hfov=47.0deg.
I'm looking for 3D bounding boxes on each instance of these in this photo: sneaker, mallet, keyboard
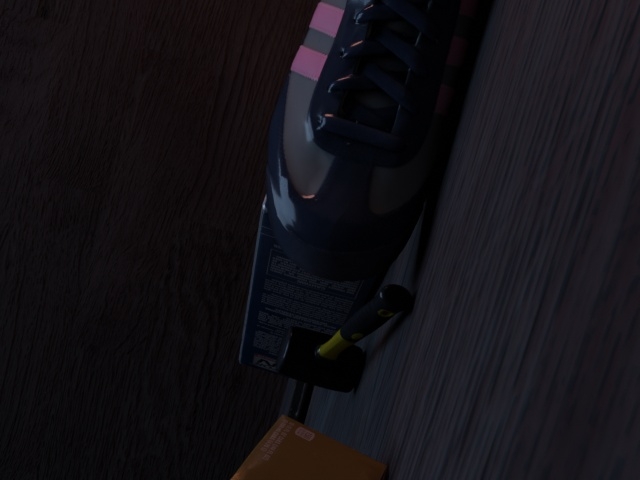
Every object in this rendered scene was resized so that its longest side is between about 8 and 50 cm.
[{"bbox_3d":[0.040,-0.135,0.450,0.131,0.112,0.319,101,-177,-64],"label":"sneaker"},{"bbox_3d":[0.009,0.060,0.481,0.190,0.062,0.039,109,176,-66],"label":"mallet"},{"bbox_3d":[-0.016,0.190,1.099,0.108,0.023,0.180,125,163,-67],"label":"keyboard"}]

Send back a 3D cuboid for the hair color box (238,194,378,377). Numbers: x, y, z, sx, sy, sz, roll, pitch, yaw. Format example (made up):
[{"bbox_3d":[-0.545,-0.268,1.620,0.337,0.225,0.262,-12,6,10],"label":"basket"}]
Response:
[{"bbox_3d":[0.000,0.000,0.712,0.347,0.105,0.174,108,178,-61],"label":"hair color box"}]

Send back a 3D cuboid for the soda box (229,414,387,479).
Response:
[{"bbox_3d":[-0.034,0.146,0.279,0.181,0.058,0.061,-41,-29,-62],"label":"soda box"}]
